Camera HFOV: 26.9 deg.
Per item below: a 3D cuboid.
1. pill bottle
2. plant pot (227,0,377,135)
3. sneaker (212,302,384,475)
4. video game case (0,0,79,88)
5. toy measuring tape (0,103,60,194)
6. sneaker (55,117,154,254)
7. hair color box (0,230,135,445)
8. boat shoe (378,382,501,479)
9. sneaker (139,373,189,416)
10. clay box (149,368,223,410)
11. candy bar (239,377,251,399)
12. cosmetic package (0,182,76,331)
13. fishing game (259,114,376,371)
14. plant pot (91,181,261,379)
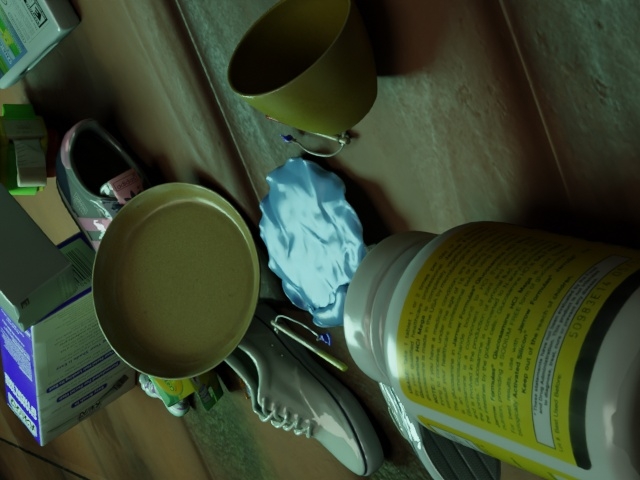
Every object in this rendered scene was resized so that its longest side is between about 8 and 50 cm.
[{"bbox_3d":[0.173,0.085,1.068,0.334,0.188,0.188,15,130,52],"label":"pill bottle"},{"bbox_3d":[-0.003,-0.150,1.202,0.134,0.134,0.095,17,156,51],"label":"plant pot"},{"bbox_3d":[-0.033,0.192,1.597,0.258,0.091,0.094,46,149,23],"label":"sneaker"},{"bbox_3d":[-0.453,-0.385,1.766,0.329,0.036,0.300,61,152,-6],"label":"video game case"},{"bbox_3d":[-0.404,-0.097,1.823,0.330,0.121,0.121,-126,18,-62],"label":"toy measuring tape"},{"bbox_3d":[-0.237,-0.018,1.698,0.319,0.112,0.131,48,153,16],"label":"sneaker"},{"bbox_3d":[-0.376,0.144,1.999,0.110,0.185,0.339,43,148,25],"label":"hair color box"},{"bbox_3d":[0.113,0.167,1.374,0.226,0.083,0.076,65,164,13],"label":"boat shoe"},{"bbox_3d":[-0.232,0.211,1.995,0.098,0.038,0.069,33,142,23],"label":"sneaker"},{"bbox_3d":[-0.214,0.134,1.807,0.222,0.053,0.127,60,-171,0],"label":"clay box"},{"bbox_3d":[-0.055,0.202,1.721,0.161,0.018,0.040,11,126,53],"label":"candy bar"},{"bbox_3d":[-0.435,-0.006,1.776,0.238,0.107,0.127,46,162,8],"label":"cosmetic package"},{"bbox_3d":[0.000,0.000,1.400,0.189,0.041,0.264,23,122,49],"label":"fishing game"},{"bbox_3d":[-0.169,0.049,1.607,0.236,0.032,0.236,-3,83,26],"label":"plant pot"}]
